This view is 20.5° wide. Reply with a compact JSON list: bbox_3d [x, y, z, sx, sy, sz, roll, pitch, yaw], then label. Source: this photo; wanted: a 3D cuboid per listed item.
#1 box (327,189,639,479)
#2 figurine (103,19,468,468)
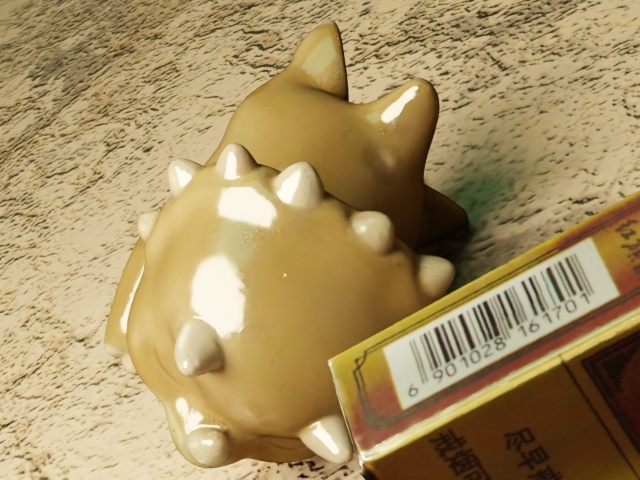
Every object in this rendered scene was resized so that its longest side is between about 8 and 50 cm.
[{"bbox_3d":[0.145,0.059,0.732,0.240,0.159,0.071,-29,38,9],"label":"box"},{"bbox_3d":[0.000,0.006,0.927,0.247,0.177,0.173,-41,11,-26],"label":"figurine"}]
